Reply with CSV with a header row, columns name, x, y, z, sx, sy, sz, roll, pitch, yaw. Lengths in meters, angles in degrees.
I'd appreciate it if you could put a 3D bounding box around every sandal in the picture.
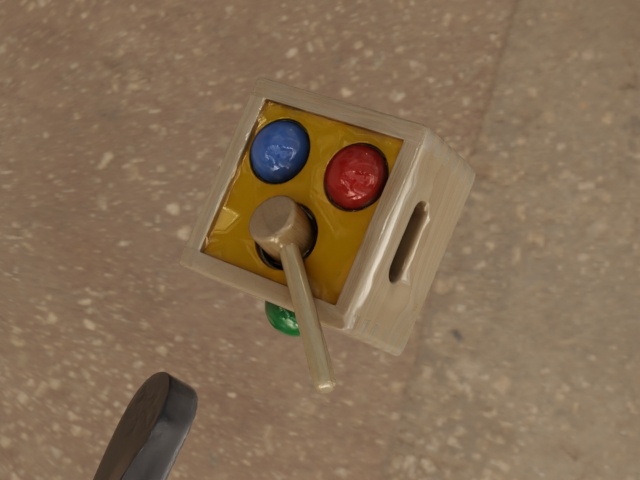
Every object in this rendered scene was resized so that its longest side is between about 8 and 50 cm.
name,x,y,z,sx,sy,sz,roll,pitch,yaw
sandal,-0.158,0.199,0.786,0.054,0.097,0.255,32,62,-22

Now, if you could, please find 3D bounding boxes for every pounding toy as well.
name,x,y,z,sx,sy,sz,roll,pitch,yaw
pounding toy,0.000,0.000,0.633,0.100,0.130,0.141,31,81,-58
